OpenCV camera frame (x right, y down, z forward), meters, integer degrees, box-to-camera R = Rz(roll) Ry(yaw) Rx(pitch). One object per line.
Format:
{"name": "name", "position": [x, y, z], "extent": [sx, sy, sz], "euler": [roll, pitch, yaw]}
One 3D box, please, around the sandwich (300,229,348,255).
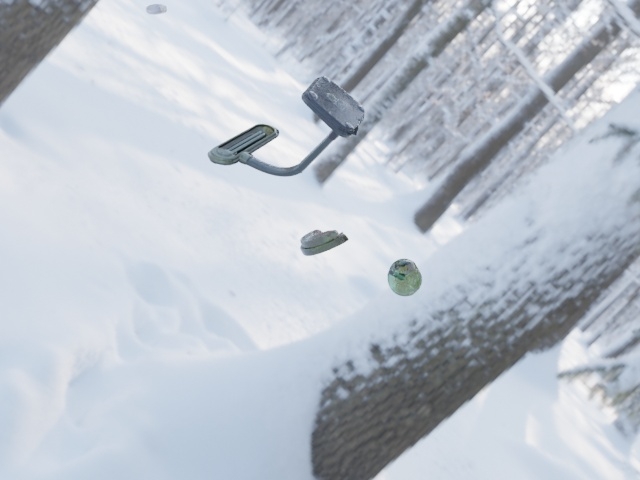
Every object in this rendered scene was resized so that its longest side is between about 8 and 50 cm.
{"name": "sandwich", "position": [0.000, 0.001, 1.564], "extent": [0.135, 0.067, 0.029], "euler": [-8, -69, 58]}

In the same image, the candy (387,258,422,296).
{"name": "candy", "position": [0.120, 0.053, 1.323], "extent": [0.061, 0.061, 0.202], "euler": [45, 5, 13]}

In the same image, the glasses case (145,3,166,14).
{"name": "glasses case", "position": [-0.335, -0.472, 1.768], "extent": [0.083, 0.032, 0.021], "euler": [-84, 170, -76]}

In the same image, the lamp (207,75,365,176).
{"name": "lamp", "position": [-0.045, -0.208, 1.617], "extent": [0.124, 0.283, 0.203], "euler": [54, 35, -15]}
